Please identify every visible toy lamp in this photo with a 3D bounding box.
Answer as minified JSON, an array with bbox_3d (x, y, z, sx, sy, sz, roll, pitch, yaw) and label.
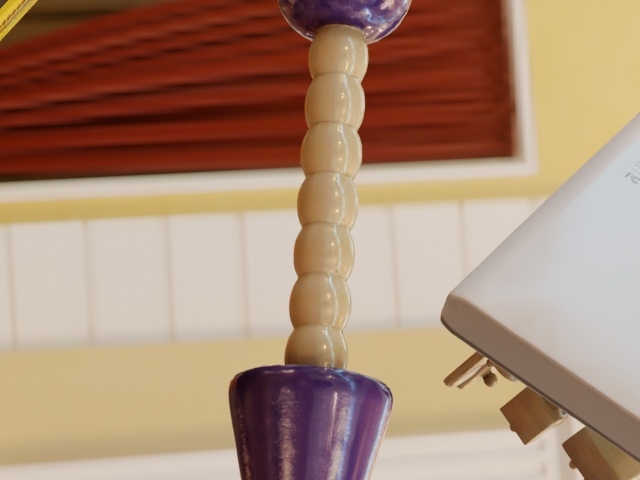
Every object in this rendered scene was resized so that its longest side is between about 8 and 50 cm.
[{"bbox_3d":[0.000,0.000,0.892,0.080,0.080,0.275,109,-15,-69],"label":"toy lamp"}]

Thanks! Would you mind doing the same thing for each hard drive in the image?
[{"bbox_3d":[0.255,0.027,1.413,0.307,0.203,0.040,-40,158,-41],"label":"hard drive"}]

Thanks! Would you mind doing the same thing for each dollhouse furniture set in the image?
[{"bbox_3d":[0.177,0.140,1.452,0.123,0.144,0.151,-44,-106,32],"label":"dollhouse furniture set"}]

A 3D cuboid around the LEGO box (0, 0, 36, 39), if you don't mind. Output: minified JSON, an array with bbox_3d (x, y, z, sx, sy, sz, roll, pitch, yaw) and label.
[{"bbox_3d":[-0.426,-0.152,1.064,0.193,0.500,0.372,14,-32,48],"label":"LEGO box"}]
